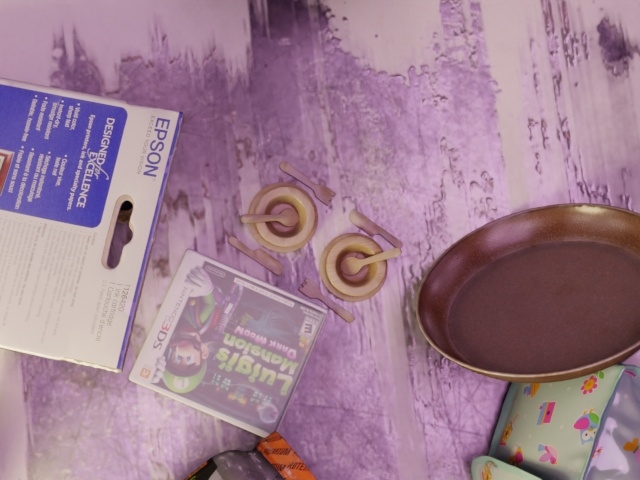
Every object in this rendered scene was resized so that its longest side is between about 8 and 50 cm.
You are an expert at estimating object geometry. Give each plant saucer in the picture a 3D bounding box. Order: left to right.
[{"bbox_3d":[0.268,0.064,1.209,0.310,0.310,0.050,-29,123,-11],"label":"plant saucer"}]

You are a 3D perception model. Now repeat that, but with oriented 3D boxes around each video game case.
[{"bbox_3d":[-0.109,0.125,1.253,0.190,0.022,0.173,24,81,-6],"label":"video game case"}]

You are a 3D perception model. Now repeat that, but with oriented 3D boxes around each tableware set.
[{"bbox_3d":[0.000,0.000,1.275,0.194,0.039,0.128,34,80,-4],"label":"tableware set"}]

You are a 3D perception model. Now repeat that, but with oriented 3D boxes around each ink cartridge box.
[{"bbox_3d":[-0.330,-0.024,1.183,0.307,0.072,0.303,12,80,5],"label":"ink cartridge box"}]

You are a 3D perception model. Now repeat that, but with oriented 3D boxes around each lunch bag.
[{"bbox_3d":[0.290,0.274,1.195,0.160,0.223,0.262,29,80,-15],"label":"lunch bag"}]

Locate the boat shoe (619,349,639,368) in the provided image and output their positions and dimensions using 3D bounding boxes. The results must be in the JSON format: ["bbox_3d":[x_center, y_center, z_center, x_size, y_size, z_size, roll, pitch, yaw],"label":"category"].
[{"bbox_3d":[0.500,0.102,1.311,0.302,0.114,0.091,-38,90,1],"label":"boat shoe"}]

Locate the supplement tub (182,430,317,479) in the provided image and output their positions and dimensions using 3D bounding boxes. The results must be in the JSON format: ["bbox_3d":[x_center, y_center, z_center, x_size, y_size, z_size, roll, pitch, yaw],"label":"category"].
[{"bbox_3d":[-0.127,0.366,1.137,0.316,0.193,0.193,-37,90,-10],"label":"supplement tub"}]

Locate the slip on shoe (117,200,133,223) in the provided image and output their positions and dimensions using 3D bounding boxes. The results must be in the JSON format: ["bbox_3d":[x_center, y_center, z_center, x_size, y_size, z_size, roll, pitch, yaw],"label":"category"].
[{"bbox_3d":[-0.280,-0.062,1.238,0.135,0.041,0.051,30,80,-4],"label":"slip on shoe"}]
